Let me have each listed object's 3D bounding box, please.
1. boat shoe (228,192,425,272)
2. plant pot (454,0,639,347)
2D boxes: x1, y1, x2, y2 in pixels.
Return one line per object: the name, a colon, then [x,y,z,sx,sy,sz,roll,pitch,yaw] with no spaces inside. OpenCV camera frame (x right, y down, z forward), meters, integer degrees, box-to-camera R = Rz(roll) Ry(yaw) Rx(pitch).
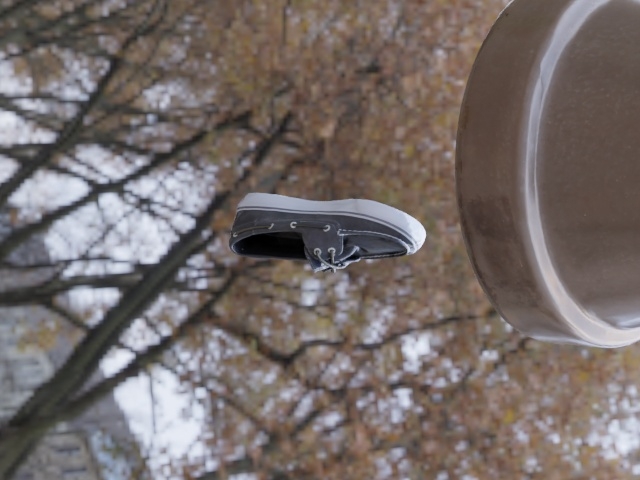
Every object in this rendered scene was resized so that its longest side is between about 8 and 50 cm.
boat shoe: [0.000,0.000,1.464,0.076,0.228,0.080,-67,152,-26]
plant pot: [0.252,-0.050,0.882,0.229,0.263,0.263,6,-81,46]
